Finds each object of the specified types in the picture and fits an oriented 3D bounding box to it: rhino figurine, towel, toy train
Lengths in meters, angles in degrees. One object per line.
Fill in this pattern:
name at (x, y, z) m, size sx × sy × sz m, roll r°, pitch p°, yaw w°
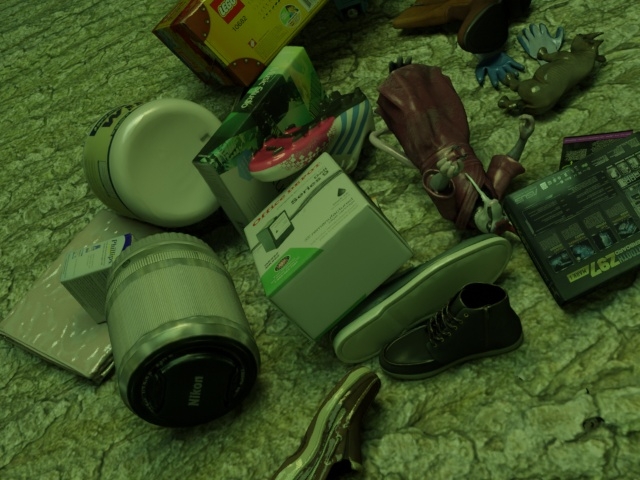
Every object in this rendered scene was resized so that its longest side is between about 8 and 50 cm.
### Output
rhino figurine at (0.449, -0.319, 1.574) m, size 0.243 × 0.073 × 0.106 m, roll -39°, pitch 40°, yaw -14°
towel at (-0.429, 0.098, 1.631) m, size 0.317 × 0.053 × 0.332 m, roll 17°, pitch 59°, yaw 36°
toy train at (0.067, -0.611, 2.020) m, size 0.080 × 0.105 × 0.184 m, roll -14°, pitch 45°, yaw 14°

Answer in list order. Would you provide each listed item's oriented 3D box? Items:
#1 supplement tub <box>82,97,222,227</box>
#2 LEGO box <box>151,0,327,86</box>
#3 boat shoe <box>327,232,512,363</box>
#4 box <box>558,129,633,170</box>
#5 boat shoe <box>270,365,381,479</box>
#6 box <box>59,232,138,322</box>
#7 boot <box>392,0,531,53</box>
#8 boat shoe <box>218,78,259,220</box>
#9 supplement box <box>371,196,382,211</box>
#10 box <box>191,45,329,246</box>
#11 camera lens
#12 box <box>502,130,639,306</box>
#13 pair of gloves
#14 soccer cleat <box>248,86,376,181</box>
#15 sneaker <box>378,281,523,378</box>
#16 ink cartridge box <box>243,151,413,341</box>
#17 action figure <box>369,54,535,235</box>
supplement tub at (-0.327, -0.153, 1.636) m, size 0.235 × 0.235 × 0.325 m, roll -44°, pitch 24°, yaw -17°
LEGO box at (-0.111, -0.585, 1.871) m, size 0.500 × 0.193 × 0.372 m, roll -49°, pitch 22°, yaw -6°
boat shoe at (0.146, 0.070, 1.323) m, size 0.319 × 0.116 × 0.099 m, roll -33°, pitch 43°, yaw 4°
box at (0.457, -0.129, 1.393) m, size 0.116 × 0.029 × 0.162 m, roll -4°, pitch 33°, yaw 24°
boat shoe at (0.024, 0.302, 1.191) m, size 0.095 × 0.095 × 0.257 m, roll 27°, pitch 70°, yaw 26°
box at (-0.369, 0.069, 1.500) m, size 0.137 × 0.126 × 0.072 m, roll -16°, pitch 44°, yaw 12°
boot at (0.270, -0.479, 1.784) m, size 0.280 × 0.096 × 0.264 m, roll 10°, pitch 52°, yaw 39°
boat shoe at (-0.157, -0.192, 1.713) m, size 0.132 × 0.130 × 0.355 m, roll -10°, pitch 45°, yaw 18°
supplement box at (0.084, -0.025, 1.501) m, size 0.062 × 0.036 × 0.098 m, roll -20°, pitch 42°, yaw 9°
box at (-0.085, -0.175, 1.586) m, size 0.058 × 0.232 × 0.322 m, roll 10°, pitch 55°, yaw 36°
camera lens at (-0.229, 0.145, 1.360) m, size 0.219 × 0.219 × 0.274 m, roll -28°, pitch 43°, yaw 0°
box at (0.421, -0.032, 1.266) m, size 0.233 × 0.059 × 0.183 m, roll -27°, pitch 72°, yaw 2°
pair of gloves at (0.400, -0.377, 1.691) m, size 0.198 × 0.023 × 0.159 m, roll -21°, pitch 43°, yaw 8°
soccer cleat at (0.005, -0.164, 1.553) m, size 0.116 × 0.143 × 0.331 m, roll -1°, pitch 29°, yaw 43°
sneaker at (0.181, 0.127, 1.246) m, size 0.222 × 0.118 × 0.083 m, roll -18°, pitch 44°, yaw 10°
ink cartridge box at (0.000, 0.000, 1.370) m, size 0.211 × 0.121 × 0.289 m, roll -43°, pitch 24°, yaw 5°
action figure at (0.206, -0.125, 1.429) m, size 0.248 × 0.275 × 0.370 m, roll -9°, pitch 64°, yaw -34°
